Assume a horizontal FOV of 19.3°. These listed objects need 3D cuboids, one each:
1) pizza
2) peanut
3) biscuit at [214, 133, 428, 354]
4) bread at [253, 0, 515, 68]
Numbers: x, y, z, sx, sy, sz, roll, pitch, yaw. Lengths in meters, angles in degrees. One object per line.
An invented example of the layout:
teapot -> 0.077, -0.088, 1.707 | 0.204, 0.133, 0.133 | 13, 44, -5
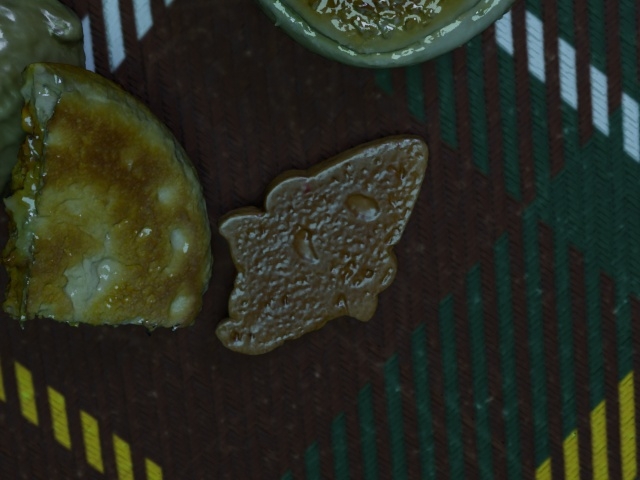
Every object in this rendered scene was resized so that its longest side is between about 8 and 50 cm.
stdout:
pizza -> -0.215, -0.019, 1.747 | 0.226, 0.086, 0.335 | -42, 134, -14
peanut -> -0.322, -0.140, 1.744 | 0.233, 0.110, 0.197 | -41, 113, 12
biscuit -> 0.000, 0.000, 1.832 | 0.183, 0.043, 0.280 | 38, 98, -21
bread -> 0.062, -0.304, 1.673 | 0.305, 0.159, 0.305 | 1, 107, 2
